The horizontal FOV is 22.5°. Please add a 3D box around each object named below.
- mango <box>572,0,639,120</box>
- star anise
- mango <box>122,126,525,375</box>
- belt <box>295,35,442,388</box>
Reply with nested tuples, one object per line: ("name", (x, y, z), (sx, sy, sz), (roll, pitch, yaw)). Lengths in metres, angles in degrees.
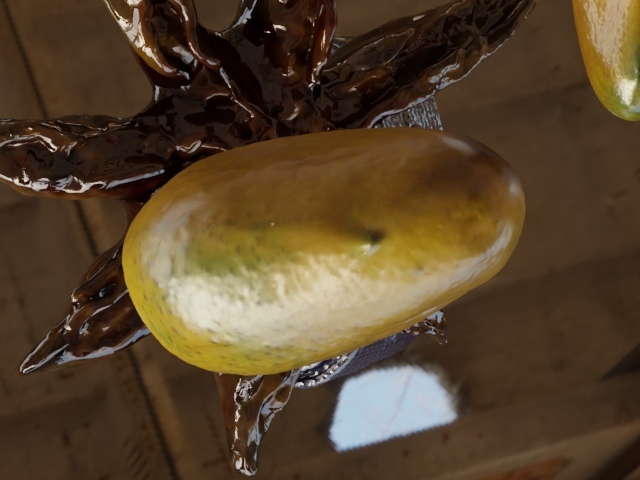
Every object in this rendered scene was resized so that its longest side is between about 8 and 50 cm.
("mango", (0.204, -0.158, 1.026), (0.089, 0.115, 0.165), (-3, -88, 8))
("star anise", (-0.020, -0.033, 0.703), (0.288, 0.088, 0.288), (-9, -72, -29))
("mango", (0.000, 0.000, 0.395), (0.079, 0.114, 0.057), (-21, -85, -45))
("belt", (0.001, -0.020, 1.063), (0.140, 0.230, 0.126), (8, -168, 29))
